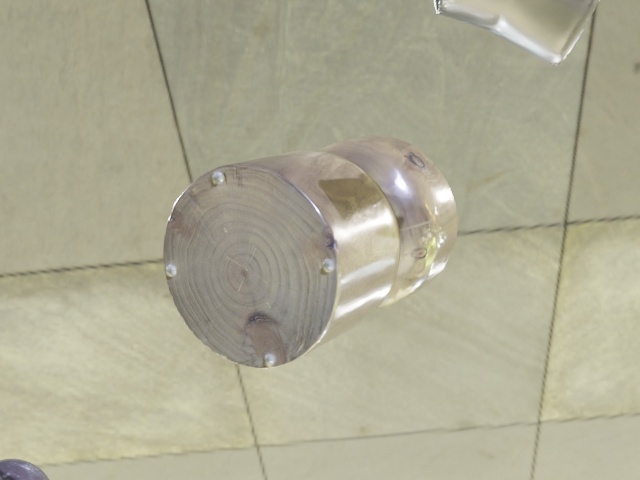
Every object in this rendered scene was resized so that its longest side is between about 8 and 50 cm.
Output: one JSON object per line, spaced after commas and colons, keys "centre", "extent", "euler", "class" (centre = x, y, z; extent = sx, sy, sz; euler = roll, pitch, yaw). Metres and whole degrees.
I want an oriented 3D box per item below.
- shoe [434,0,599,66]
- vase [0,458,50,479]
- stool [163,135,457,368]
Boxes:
{"centre": [0.088, -0.085, 0.323], "extent": [0.160, 0.062, 0.053], "euler": [-3, 105, 10], "class": "shoe"}
{"centre": [-0.409, 0.343, 1.215], "extent": [0.120, 0.120, 0.183], "euler": [-13, 178, 10], "class": "vase"}
{"centre": [0.000, 0.000, 0.922], "extent": [0.179, 0.264, 0.179], "euler": [7, 105, 28], "class": "stool"}
